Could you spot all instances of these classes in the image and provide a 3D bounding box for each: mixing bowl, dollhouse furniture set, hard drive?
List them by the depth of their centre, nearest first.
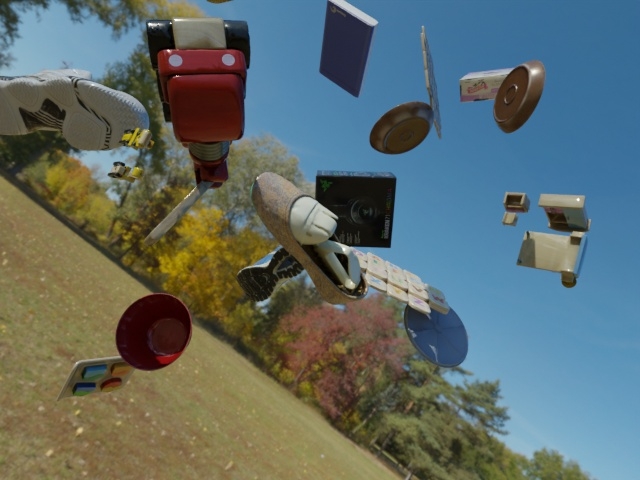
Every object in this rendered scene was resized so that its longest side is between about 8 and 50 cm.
[{"bbox_3d":[-0.388,0.228,1.079,0.182,0.181,0.098,34,-16,14],"label":"mixing bowl"},{"bbox_3d":[0.784,0.014,1.565,0.287,0.303,0.198,9,-18,40],"label":"dollhouse furniture set"},{"bbox_3d":[0.096,-0.724,1.685,0.210,0.040,0.318,39,-26,15],"label":"hard drive"}]

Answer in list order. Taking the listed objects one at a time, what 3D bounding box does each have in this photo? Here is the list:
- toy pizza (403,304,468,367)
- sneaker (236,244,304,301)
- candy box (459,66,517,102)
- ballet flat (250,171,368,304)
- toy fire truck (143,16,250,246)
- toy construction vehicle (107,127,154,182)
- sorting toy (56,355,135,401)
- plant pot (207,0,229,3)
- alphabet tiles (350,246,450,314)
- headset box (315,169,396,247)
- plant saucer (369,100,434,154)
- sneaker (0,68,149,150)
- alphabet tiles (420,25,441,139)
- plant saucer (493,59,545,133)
[{"bbox_3d":[0.297,0.236,1.154,0.201,0.201,0.032,39,-44,0],"label":"toy pizza"},{"bbox_3d":[-0.140,0.095,1.463,0.330,0.147,0.129,-29,-86,31],"label":"sneaker"},{"bbox_3d":[0.522,-0.475,1.351,0.165,0.196,0.070,3,-65,26],"label":"candy box"},{"bbox_3d":[0.000,0.000,0.800,0.106,0.107,0.316,0,-42,42],"label":"ballet flat"},{"bbox_3d":[-0.167,-0.129,0.584,0.217,0.159,0.246,141,-59,-72],"label":"toy fire truck"},{"bbox_3d":[-0.282,-0.129,0.676,0.098,0.085,0.035,5,-19,45],"label":"toy construction vehicle"},{"bbox_3d":[-0.646,0.407,1.317,0.208,0.193,0.038,1,46,-48],"label":"sorting toy"},{"bbox_3d":[-0.273,-0.678,1.174,0.084,0.081,0.081,-7,-42,22],"label":"plant pot"},{"bbox_3d":[0.195,0.099,1.144,0.284,0.021,0.278,26,14,2],"label":"alphabet tiles"},{"bbox_3d":[0.102,-0.111,1.523,0.284,0.246,0.131,3,16,0],"label":"headset box"},{"bbox_3d":[0.238,-0.307,1.267,0.198,0.199,0.036,69,1,-61],"label":"plant saucer"},{"bbox_3d":[-0.499,-0.287,0.928,0.367,0.210,0.137,8,-62,8],"label":"sneaker"},{"bbox_3d":[0.356,-0.493,1.418,0.011,0.284,0.343,-7,-9,20],"label":"alphabet tiles"},{"bbox_3d":[0.449,-0.333,1.025,0.029,0.168,0.168,12,-12,-11],"label":"plant saucer"}]
